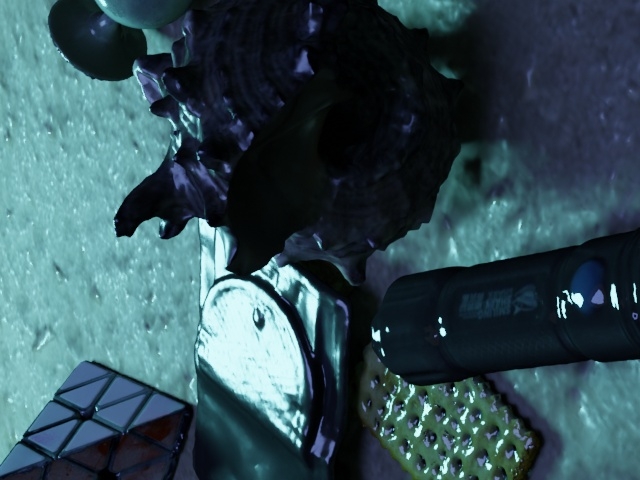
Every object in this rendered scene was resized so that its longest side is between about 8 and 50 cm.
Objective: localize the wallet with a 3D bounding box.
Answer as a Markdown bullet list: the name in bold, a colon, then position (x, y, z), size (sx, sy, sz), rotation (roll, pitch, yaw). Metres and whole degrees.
- **wallet**: position (-0.049, 0.144, 1.561), size (0.247, 0.041, 0.323), rotation (38, 135, 46)

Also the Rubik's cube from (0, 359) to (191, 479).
- **Rubik's cube**: position (-0.211, 0.177, 1.798), size (0.190, 0.211, 0.178), rotation (-37, 44, 18)

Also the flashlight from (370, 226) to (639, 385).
- **flashlight**: position (0.181, 0.040, 1.180), size (0.424, 0.103, 0.103), rotation (-13, 90, 54)

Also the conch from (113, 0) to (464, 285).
- **conch**: position (-0.019, -0.074, 1.254), size (0.186, 0.313, 0.240), rotation (-12, 99, 33)

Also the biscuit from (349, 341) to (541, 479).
- **biscuit**: position (0.095, 0.143, 1.396), size (0.203, 0.016, 0.144), rotation (47, 135, 34)

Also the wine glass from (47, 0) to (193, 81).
- **wine glass**: position (-0.152, -0.245, 1.534), size (0.231, 0.103, 0.103), rotation (-46, 64, 46)

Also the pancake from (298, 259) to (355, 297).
- **pancake**: position (0.001, 0.000, 1.480), size (0.115, 0.011, 0.115), rotation (21, 118, 47)
